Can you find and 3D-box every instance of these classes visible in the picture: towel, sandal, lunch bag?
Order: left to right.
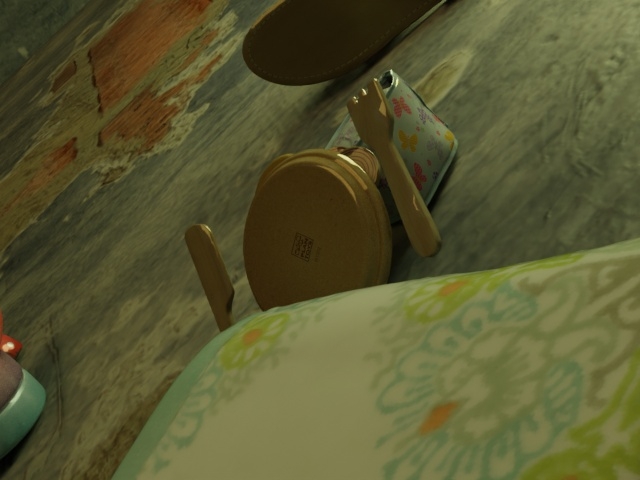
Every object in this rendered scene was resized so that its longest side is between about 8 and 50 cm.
[{"bbox_3d":[0.001,0.162,0.444,0.320,0.090,0.374,-11,40,46],"label":"towel"},{"bbox_3d":[0.048,-0.210,1.009,0.240,0.088,0.079,-29,-4,15],"label":"sandal"},{"bbox_3d":[0.049,-0.063,0.744,0.053,0.071,0.083,-15,38,53],"label":"lunch bag"}]

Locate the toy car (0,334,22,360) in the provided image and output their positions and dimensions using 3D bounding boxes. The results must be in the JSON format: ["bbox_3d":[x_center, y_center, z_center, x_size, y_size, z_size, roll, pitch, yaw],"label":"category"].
[{"bbox_3d":[-0.415,0.155,1.131,0.225,0.053,0.239,-48,24,-10],"label":"toy car"}]

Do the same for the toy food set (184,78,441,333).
[{"bbox_3d":[0.000,0.000,0.704,0.192,0.038,0.132,-35,67,36],"label":"toy food set"}]

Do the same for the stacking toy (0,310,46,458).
[{"bbox_3d":[-0.385,0.177,0.987,0.309,0.130,0.279,-34,23,-5],"label":"stacking toy"}]
